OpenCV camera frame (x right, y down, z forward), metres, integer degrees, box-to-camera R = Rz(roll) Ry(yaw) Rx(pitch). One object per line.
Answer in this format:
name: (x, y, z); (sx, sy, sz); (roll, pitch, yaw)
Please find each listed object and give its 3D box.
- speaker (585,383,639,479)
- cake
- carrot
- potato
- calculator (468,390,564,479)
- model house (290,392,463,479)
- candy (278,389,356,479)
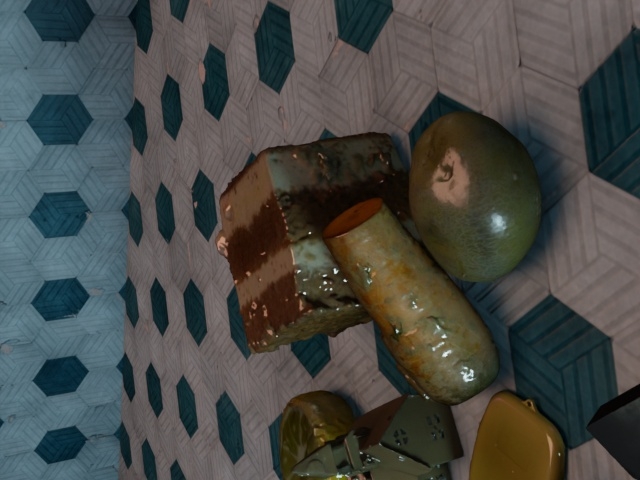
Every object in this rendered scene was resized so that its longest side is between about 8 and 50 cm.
speaker: (0.369, 0.168, 0.786); (0.082, 0.044, 0.218); (48, 142, 9)
cake: (0.000, 0.000, 1.249); (0.282, 0.255, 0.290); (-36, 69, 58)
carrot: (0.129, 0.084, 1.066); (0.302, 0.138, 0.138); (58, 154, -11)
potato: (0.192, -0.051, 0.995); (0.178, 0.160, 0.235); (-94, -2, -51)
calculator: (0.259, 0.318, 1.061); (0.157, 0.033, 0.237); (36, 124, 56)
model house: (0.070, 0.341, 1.190); (0.181, 0.248, 0.176); (-45, 56, 57)
candy: (0.005, 0.410, 1.476); (0.260, 0.118, 0.260); (178, 90, -66)
